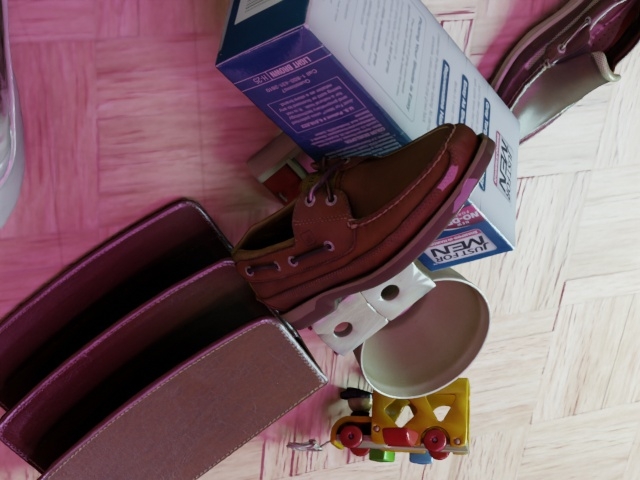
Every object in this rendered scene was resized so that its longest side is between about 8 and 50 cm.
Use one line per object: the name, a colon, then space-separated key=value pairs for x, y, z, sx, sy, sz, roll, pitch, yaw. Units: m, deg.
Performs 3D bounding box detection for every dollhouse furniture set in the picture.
dollhouse furniture set: x=0.000 y=0.000 z=1.121 sx=0.129 sy=0.129 sz=0.184 roll=-39 pitch=128 yaw=7

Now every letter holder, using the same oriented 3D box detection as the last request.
letter holder: x=-0.186 y=0.131 z=1.107 sx=0.301 sy=0.152 sz=0.214 roll=-36 pitch=127 yaw=0

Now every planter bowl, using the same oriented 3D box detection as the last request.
planter bowl: x=0.098 y=0.083 z=1.237 sx=0.162 sy=0.109 sz=0.162 roll=-13 pitch=126 yaw=-18

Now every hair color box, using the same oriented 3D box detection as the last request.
hair color box: x=0.061 y=-0.135 z=1.025 sx=0.105 sy=0.174 sz=0.347 roll=-17 pitch=137 yaw=34

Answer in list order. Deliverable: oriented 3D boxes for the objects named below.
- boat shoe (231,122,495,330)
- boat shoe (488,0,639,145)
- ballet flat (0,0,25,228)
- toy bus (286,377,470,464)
boat shoe: x=0.021 y=-0.019 z=0.951 sx=0.104 sy=0.111 sz=0.307 roll=39 pitch=134 yaw=-11
boat shoe: x=0.274 y=-0.196 z=1.151 sx=0.095 sy=0.095 sz=0.257 roll=29 pitch=105 yaw=-36
ballet flat: x=-0.306 y=-0.146 z=0.882 sx=0.139 sy=0.139 sz=0.400 roll=-6 pitch=123 yaw=-22
toy bus: x=0.090 y=0.208 z=1.316 sx=0.202 sy=0.191 sz=0.105 roll=16 pitch=69 yaw=-33
